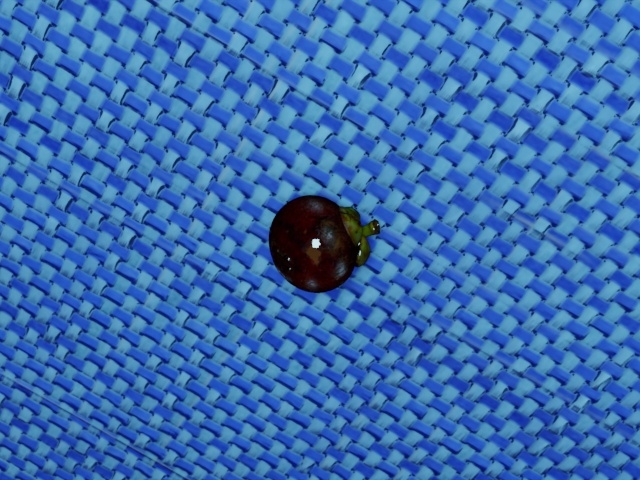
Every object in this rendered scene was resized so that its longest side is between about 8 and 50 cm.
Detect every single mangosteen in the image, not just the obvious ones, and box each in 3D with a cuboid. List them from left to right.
[{"bbox_3d":[-0.003,0.002,1.054,0.081,0.081,0.081,7,123,10],"label":"mangosteen"}]
